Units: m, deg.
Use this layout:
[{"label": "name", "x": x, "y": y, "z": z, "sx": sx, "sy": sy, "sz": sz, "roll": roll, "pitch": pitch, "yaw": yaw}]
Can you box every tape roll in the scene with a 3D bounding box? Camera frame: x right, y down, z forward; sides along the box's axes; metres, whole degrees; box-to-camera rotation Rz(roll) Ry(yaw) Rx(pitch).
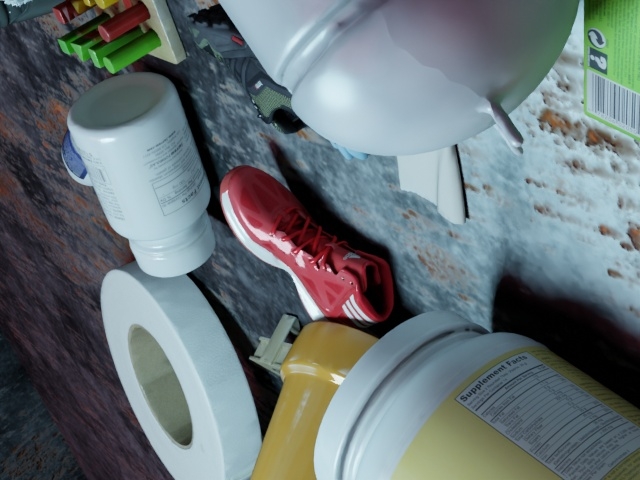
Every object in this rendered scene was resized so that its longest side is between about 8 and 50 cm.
[{"label": "tape roll", "x": -0.216, "y": 0.212, "z": 1.819, "sx": 0.392, "sy": 0.072, "sz": 0.392, "roll": 41, "pitch": 144, "yaw": 40}]

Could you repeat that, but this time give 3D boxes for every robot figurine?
[{"label": "robot figurine", "x": 0.023, "y": -0.199, "z": 0.736, "sx": 0.200, "sy": 0.300, "sz": 0.353, "roll": -36, "pitch": 85, "yaw": 22}]

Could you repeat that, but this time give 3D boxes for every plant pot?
[{"label": "plant pot", "x": 0.022, "y": 0.220, "z": 1.267, "sx": 0.205, "sy": 0.188, "sz": 0.205, "roll": 28, "pitch": 158, "yaw": 12}]

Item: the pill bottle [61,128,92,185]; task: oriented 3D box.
[{"label": "pill bottle", "x": -0.285, "y": -0.125, "z": 1.551, "sx": 0.094, "sy": 0.094, "sz": 0.169, "roll": 54, "pitch": 156, "yaw": -1}]

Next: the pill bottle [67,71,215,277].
[{"label": "pill bottle", "x": -0.203, "y": -0.073, "z": 1.424, "sx": 0.131, "sy": 0.131, "sz": 0.229, "roll": 30, "pitch": 147, "yaw": 42}]

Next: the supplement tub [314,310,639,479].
[{"label": "supplement tub", "x": 0.178, "y": 0.225, "z": 0.990, "sx": 0.331, "sy": 0.241, "sz": 0.241, "roll": 34, "pitch": 150, "yaw": 37}]

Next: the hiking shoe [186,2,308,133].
[{"label": "hiking shoe", "x": -0.051, "y": -0.149, "z": 1.054, "sx": 0.227, "sy": 0.086, "sz": 0.114, "roll": 38, "pitch": 146, "yaw": 59}]

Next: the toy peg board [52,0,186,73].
[{"label": "toy peg board", "x": -0.244, "y": -0.265, "z": 1.306, "sx": 0.161, "sy": 0.079, "sz": 0.160, "roll": 26, "pitch": 145, "yaw": 46}]

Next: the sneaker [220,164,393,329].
[{"label": "sneaker", "x": 0.000, "y": 0.000, "z": 1.238, "sx": 0.221, "sy": 0.087, "sz": 0.128, "roll": 47, "pitch": 150, "yaw": -16}]

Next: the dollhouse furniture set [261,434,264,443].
[{"label": "dollhouse furniture set", "x": -0.124, "y": 0.386, "z": 1.915, "sx": 0.151, "sy": 0.123, "sz": 0.144, "roll": 49, "pitch": 156, "yaw": 10}]

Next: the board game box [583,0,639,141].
[{"label": "board game box", "x": 0.260, "y": -0.076, "z": 0.685, "sx": 0.259, "sy": 0.039, "sz": 0.124, "roll": 38, "pitch": 152, "yaw": 38}]

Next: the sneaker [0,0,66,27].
[{"label": "sneaker", "x": -0.404, "y": -0.375, "z": 1.368, "sx": 0.295, "sy": 0.147, "sz": 0.104, "roll": 60, "pitch": 158, "yaw": -11}]

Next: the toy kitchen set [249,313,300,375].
[{"label": "toy kitchen set", "x": -0.030, "y": 0.141, "z": 1.519, "sx": 0.075, "sy": 0.068, "sz": 0.083, "roll": 33, "pitch": 167, "yaw": -28}]

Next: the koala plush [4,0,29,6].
[{"label": "koala plush", "x": -0.205, "y": -0.307, "z": 0.996, "sx": 0.203, "sy": 0.221, "sz": 0.196, "roll": 16, "pitch": 137, "yaw": 55}]

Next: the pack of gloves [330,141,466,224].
[{"label": "pack of gloves", "x": 0.031, "y": -0.129, "z": 1.025, "sx": 0.195, "sy": 0.046, "sz": 0.232, "roll": 32, "pitch": 148, "yaw": 39}]
